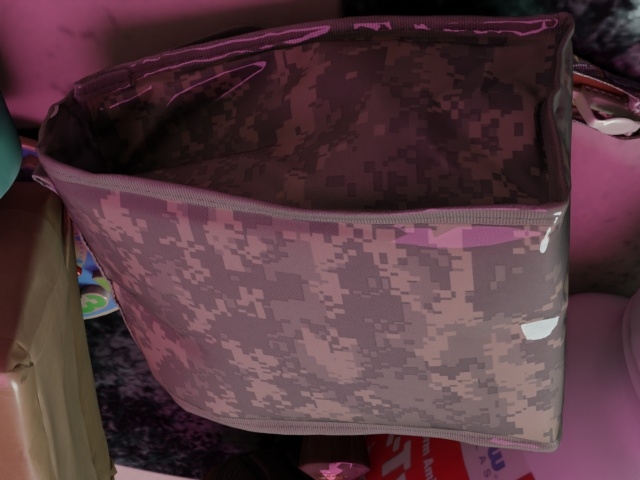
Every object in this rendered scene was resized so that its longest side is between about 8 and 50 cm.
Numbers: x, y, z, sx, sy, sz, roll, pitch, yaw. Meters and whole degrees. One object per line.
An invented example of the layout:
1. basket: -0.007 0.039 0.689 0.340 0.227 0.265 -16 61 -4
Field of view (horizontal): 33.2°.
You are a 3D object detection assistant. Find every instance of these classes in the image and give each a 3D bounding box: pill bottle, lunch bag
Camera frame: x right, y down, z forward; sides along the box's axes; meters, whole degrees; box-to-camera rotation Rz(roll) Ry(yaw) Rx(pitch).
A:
1. pill bottle: 0.177 0.183 0.800 0.229 0.229 0.408 23 135 -24
2. lunch bag: 0.000 0.000 0.629 0.287 0.169 0.235 1 141 13

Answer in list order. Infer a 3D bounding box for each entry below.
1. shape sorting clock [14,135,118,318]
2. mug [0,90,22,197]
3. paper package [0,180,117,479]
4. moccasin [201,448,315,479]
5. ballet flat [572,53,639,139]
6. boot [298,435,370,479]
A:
1. shape sorting clock: -0.216 -0.001 0.739 0.206 0.040 0.206 1 140 1
2. mug: -0.256 -0.069 0.591 0.158 0.129 0.097 -3 132 9
3. paper package: -0.317 0.114 0.703 0.325 0.168 0.309 2 132 -2
4. moccasin: 0.035 0.301 1.032 0.380 0.139 0.147 24 127 -37
5. ballet flat: 0.149 -0.085 0.628 0.114 0.041 0.041 16 138 -16
6. boot: -0.014 0.141 0.843 0.106 0.114 0.037 -3 139 6
